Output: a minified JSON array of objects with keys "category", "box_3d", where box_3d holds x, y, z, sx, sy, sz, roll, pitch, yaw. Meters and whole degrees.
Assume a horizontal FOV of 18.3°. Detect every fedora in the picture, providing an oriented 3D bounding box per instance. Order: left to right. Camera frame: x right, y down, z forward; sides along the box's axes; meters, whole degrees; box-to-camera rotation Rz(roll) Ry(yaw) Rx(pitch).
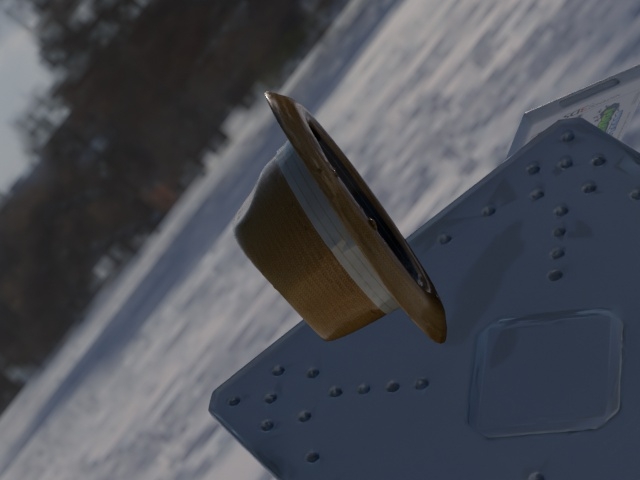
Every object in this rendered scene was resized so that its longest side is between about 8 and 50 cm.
[{"category":"fedora","box_3d":[0.000,0.000,1.212,0.079,0.194,0.194,-36,6,6]}]

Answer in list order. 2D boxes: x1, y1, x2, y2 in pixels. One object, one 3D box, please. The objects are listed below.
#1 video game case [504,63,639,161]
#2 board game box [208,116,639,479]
[{"category":"video game case","box_3d":[0.236,-0.094,1.893,0.143,0.019,0.157,-24,-25,-23]},{"category":"board game box","box_3d":[0.171,0.111,1.461,0.390,0.050,0.390,-38,44,-14]}]
